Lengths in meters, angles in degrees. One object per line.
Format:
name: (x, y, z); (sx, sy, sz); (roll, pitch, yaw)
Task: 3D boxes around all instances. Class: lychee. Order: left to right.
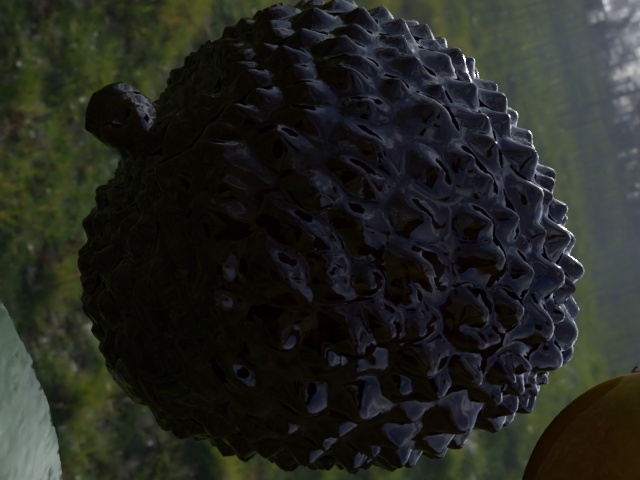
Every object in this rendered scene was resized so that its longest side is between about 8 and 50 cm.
lychee: (0.000, 0.000, 0.764); (0.330, 0.306, 0.306); (31, 15, -15)

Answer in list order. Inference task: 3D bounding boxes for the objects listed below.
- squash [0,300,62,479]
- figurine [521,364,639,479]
squash: (-0.213, 0.067, 0.400); (0.049, 0.252, 0.252); (-76, 152, -56)
figurine: (0.129, 0.144, 0.381); (0.124, 0.325, 0.222); (5, 75, -43)
